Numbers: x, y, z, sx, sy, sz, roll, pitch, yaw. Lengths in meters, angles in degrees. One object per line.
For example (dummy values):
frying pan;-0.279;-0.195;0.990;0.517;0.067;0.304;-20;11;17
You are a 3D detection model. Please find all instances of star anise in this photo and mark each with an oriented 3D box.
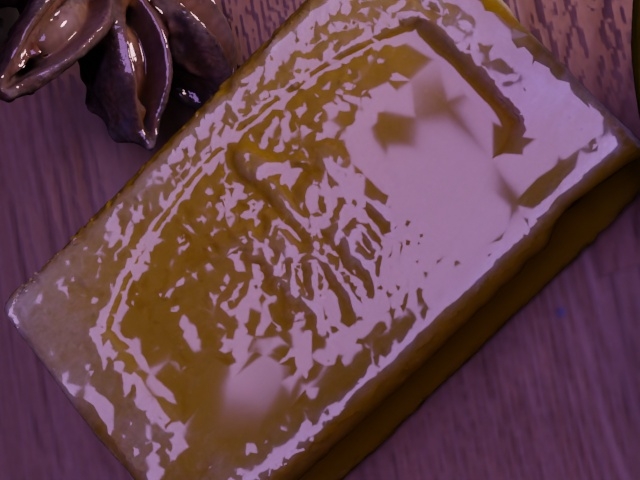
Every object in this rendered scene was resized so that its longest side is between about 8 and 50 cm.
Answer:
star anise;-0.138;-0.148;0.814;0.073;0.197;0.212;-25;71;51

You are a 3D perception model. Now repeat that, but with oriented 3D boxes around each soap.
soap;0.000;0.000;0.786;0.315;0.091;0.199;-43;71;5

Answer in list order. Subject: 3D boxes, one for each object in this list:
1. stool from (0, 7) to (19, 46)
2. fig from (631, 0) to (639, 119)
stool;-0.327;-0.217;0.818;0.244;0.270;0.170;3;81;16
fig;0.247;-0.069;0.656;0.239;0.239;0.271;24;100;18
